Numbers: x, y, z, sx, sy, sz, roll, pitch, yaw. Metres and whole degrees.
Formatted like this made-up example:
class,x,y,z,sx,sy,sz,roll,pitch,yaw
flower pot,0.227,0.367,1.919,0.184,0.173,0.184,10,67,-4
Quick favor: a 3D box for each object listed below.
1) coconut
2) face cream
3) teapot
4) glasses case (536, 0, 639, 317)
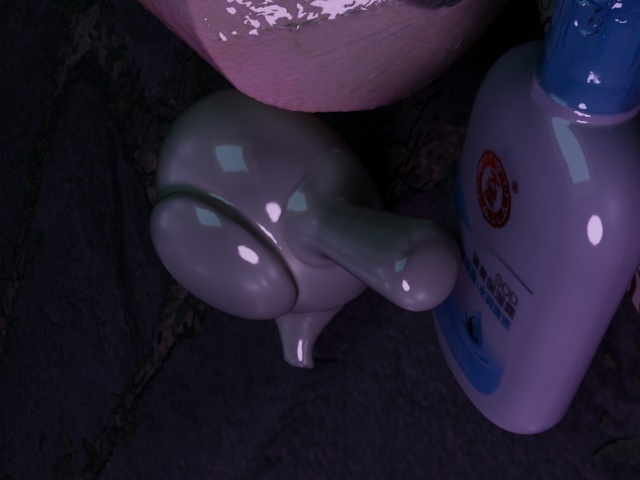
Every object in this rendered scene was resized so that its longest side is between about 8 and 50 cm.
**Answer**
class,x,y,z,sx,sy,sz,roll,pitch,yaw
coconut,0.005,-0.245,0.775,0.309,0.297,0.297,37,109,46
face cream,0.138,-0.029,0.640,0.337,0.080,0.163,98,157,-49
teapot,-0.027,-0.025,0.803,0.149,0.220,0.318,-54,6,-25
glasses case,0.226,-0.098,0.670,0.137,0.085,0.355,-33,60,42
